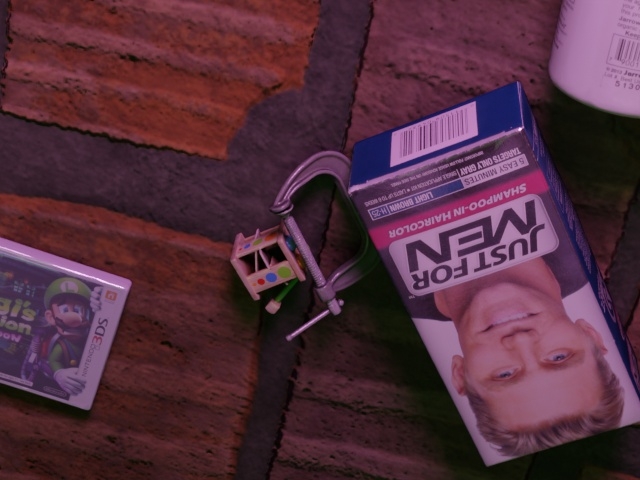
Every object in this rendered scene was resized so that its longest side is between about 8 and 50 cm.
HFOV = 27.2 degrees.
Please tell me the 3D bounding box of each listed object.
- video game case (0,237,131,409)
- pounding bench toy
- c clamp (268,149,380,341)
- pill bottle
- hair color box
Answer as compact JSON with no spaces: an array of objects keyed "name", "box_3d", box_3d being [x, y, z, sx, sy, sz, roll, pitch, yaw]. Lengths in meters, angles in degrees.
[{"name":"video game case","box_3d":[-0.311,0.084,1.391,0.190,0.022,0.173,19,120,-6]},{"name":"pounding bench toy","box_3d":[-0.039,0.027,1.313,0.065,0.052,0.083,-21,116,17]},{"name":"c clamp","box_3d":[0.000,0.000,1.272,0.137,0.022,0.160,-30,115,-19]},{"name":"pill bottle","box_3d":[0.273,-0.228,1.085,0.131,0.131,0.229,8,121,1]},{"name":"hair color box","box_3d":[0.175,0.041,1.271,0.174,0.105,0.347,-20,117,17]}]
